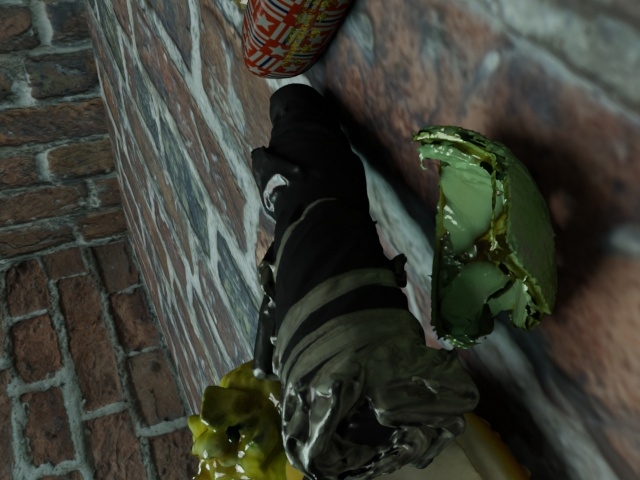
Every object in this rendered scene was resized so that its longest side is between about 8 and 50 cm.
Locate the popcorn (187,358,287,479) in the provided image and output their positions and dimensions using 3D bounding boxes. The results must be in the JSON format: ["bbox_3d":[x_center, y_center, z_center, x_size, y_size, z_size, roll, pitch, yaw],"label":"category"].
[{"bbox_3d":[-0.064,0.252,0.737,0.169,0.189,0.218,97,151,-50],"label":"popcorn"}]

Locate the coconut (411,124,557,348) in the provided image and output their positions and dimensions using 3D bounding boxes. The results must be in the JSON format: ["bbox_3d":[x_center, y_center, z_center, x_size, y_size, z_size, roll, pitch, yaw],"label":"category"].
[{"bbox_3d":[0.093,-0.004,0.345,0.158,0.055,0.133,117,141,-80],"label":"coconut"}]

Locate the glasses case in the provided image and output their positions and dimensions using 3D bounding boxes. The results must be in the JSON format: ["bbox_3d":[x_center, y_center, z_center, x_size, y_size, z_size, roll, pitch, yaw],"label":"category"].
[{"bbox_3d":[-0.019,-0.185,0.484,0.194,0.073,0.049,138,120,-67],"label":"glasses case"}]

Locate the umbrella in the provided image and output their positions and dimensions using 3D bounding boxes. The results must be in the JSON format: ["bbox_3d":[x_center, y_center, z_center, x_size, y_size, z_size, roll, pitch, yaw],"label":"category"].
[{"bbox_3d":[0.005,0.002,0.448,0.357,0.113,0.106,-103,22,-45],"label":"umbrella"}]

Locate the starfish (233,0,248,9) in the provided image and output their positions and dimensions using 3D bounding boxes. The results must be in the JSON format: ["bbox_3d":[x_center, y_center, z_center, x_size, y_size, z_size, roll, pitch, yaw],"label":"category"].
[{"bbox_3d":[-0.156,-0.373,0.631,0.302,0.060,0.299,38,142,14],"label":"starfish"}]

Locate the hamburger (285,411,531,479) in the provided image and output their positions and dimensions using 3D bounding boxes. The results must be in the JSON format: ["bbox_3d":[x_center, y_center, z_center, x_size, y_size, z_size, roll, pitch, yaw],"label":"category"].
[{"bbox_3d":[0.065,0.230,0.470,0.295,0.152,0.227,107,148,-61],"label":"hamburger"}]
